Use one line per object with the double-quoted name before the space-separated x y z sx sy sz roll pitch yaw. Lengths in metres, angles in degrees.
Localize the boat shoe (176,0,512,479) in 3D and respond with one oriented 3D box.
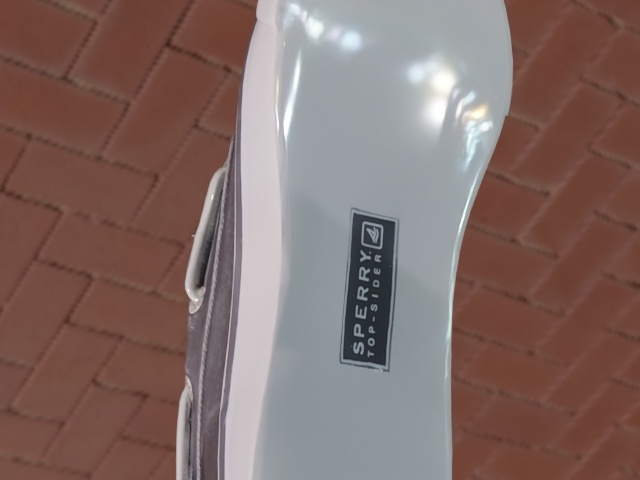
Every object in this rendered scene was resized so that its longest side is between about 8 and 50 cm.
"boat shoe" 0.000 0.000 0.552 0.108 0.301 0.102 14 160 -29
